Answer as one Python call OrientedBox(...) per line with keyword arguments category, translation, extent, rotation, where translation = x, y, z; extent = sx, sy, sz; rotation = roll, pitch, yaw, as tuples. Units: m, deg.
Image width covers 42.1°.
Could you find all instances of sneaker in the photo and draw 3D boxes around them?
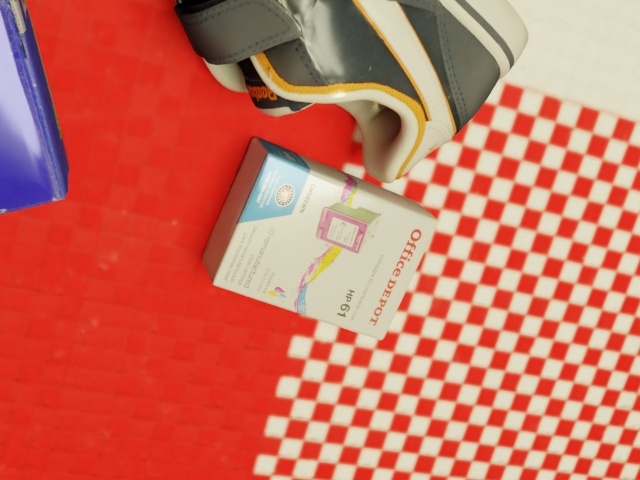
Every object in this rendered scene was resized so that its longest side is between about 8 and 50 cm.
OrientedBox(category="sneaker", translation=(-0.032, -0.148, 0.430), extent=(0.321, 0.126, 0.127), rotation=(35, 90, -24))

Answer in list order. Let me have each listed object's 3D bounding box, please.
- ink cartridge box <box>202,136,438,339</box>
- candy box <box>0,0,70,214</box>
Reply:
OrientedBox(category="ink cartridge box", translation=(0.000, 0.000, 0.528), extent=(0.122, 0.052, 0.088), rotation=(20, 101, -22))
OrientedBox(category="candy box", translation=(-0.302, -0.115, 0.368), extent=(0.317, 0.122, 0.268), rotation=(-13, 110, -10))
